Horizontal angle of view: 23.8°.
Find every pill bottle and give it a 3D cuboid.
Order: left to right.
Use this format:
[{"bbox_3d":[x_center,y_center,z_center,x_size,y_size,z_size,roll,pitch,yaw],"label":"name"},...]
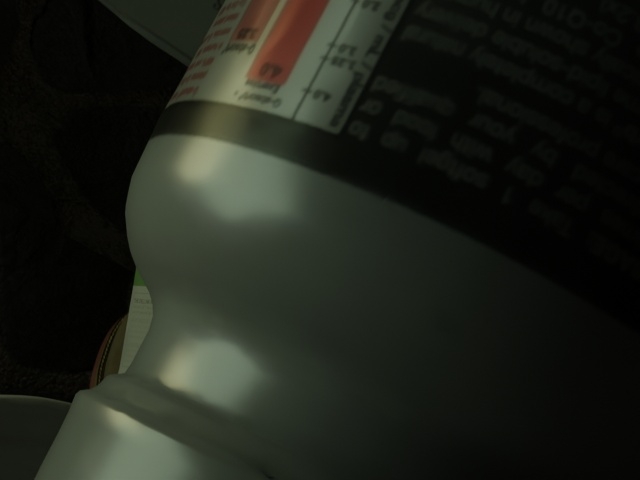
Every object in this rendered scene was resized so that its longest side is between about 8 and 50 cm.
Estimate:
[{"bbox_3d":[0.066,-0.037,0.491,0.363,0.210,0.210,-62,8,-10],"label":"pill bottle"}]

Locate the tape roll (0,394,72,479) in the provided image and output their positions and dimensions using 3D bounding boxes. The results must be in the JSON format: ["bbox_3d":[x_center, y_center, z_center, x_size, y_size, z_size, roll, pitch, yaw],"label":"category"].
[{"bbox_3d":[-0.167,0.221,0.765,0.286,0.286,0.100,-64,8,-19],"label":"tape roll"}]

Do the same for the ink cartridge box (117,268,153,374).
[{"bbox_3d":[-0.090,0.097,1.061,0.171,0.056,0.235,0,76,60],"label":"ink cartridge box"}]

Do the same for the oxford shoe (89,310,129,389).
[{"bbox_3d":[-0.109,0.066,1.440,0.130,0.123,0.348,-48,9,39],"label":"oxford shoe"}]

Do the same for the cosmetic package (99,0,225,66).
[{"bbox_3d":[0.046,-0.310,0.938,0.394,0.329,0.327,-56,-2,26],"label":"cosmetic package"}]
